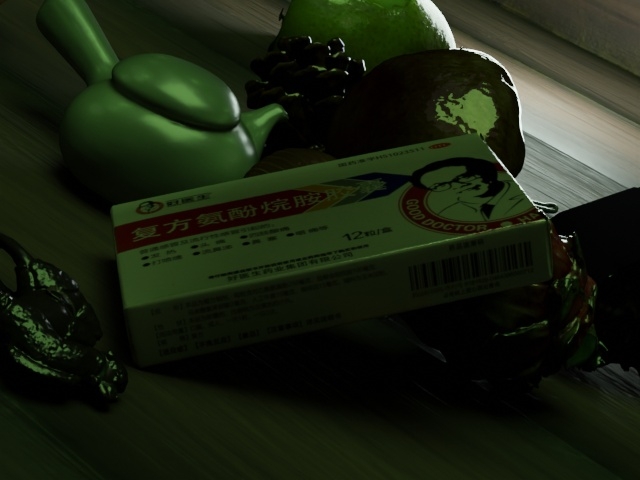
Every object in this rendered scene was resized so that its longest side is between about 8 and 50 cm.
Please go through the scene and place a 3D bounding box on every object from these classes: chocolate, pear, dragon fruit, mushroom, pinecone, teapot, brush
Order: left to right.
[{"bbox_3d":[-0.203,-0.137,1.579,0.318,0.149,0.220,27,18,11],"label":"teapot"},{"bbox_3d":[-0.008,-0.152,1.810,0.212,0.168,0.185,48,15,26],"label":"pinecone"},{"bbox_3d":[0.078,-0.325,2.369,0.282,0.176,0.286,23,20,-2],"label":"pear"},{"bbox_3d":[0.109,-0.068,1.584,0.195,0.263,0.283,3,62,-36],"label":"mushroom"},{"bbox_3d":[0.226,-0.057,2.036,0.266,0.027,0.062,11,22,-40],"label":"brush"},{"bbox_3d":[0.171,0.054,1.422,0.182,0.182,0.188,34,-8,31],"label":"dragon fruit"},{"bbox_3d":[0.307,0.080,1.631,0.177,0.206,0.224,63,24,-16],"label":"chocolate"}]

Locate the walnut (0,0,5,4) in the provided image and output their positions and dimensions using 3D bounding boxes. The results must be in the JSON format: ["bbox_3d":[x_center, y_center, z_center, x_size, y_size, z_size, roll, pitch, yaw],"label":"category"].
[{"bbox_3d":[-0.457,-0.359,1.830,0.195,0.195,0.221,32,32,28],"label":"walnut"}]

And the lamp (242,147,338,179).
[{"bbox_3d":[-0.022,-0.024,1.495,0.136,0.136,0.136,20,19,-7],"label":"lamp"}]

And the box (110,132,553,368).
[{"bbox_3d":[0.000,0.000,1.321,0.353,0.069,0.214,-10,25,-7],"label":"box"}]

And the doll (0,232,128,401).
[{"bbox_3d":[-0.215,0.065,1.170,0.165,0.057,0.139,32,18,1],"label":"doll"}]
